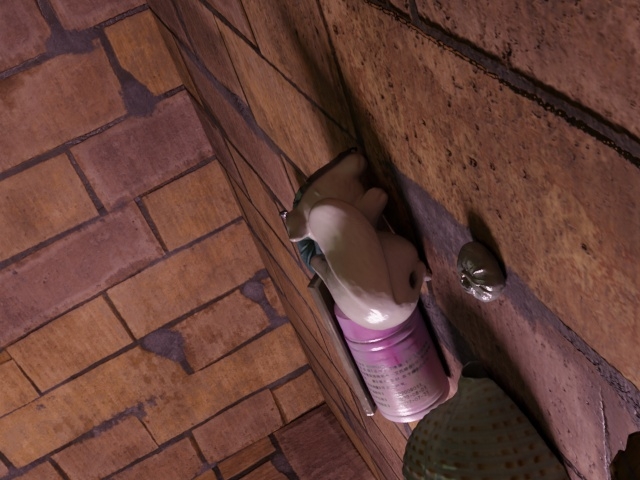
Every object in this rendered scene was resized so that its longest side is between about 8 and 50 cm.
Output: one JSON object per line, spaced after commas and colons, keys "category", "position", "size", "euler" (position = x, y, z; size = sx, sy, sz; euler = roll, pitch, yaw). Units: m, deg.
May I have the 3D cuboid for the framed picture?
{"category": "framed picture", "position": [0.081, 0.155, 1.676], "size": [0.324, 0.020, 0.240], "euler": [65, -147, -25]}

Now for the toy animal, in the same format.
{"category": "toy animal", "position": [0.054, 0.006, 1.395], "size": [0.289, 0.174, 0.249], "euler": [52, 167, 47]}

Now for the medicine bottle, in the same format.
{"category": "medicine bottle", "position": [0.138, 0.204, 1.586], "size": [0.253, 0.152, 0.152], "euler": [66, 169, -24]}

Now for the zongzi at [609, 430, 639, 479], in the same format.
{"category": "zongzi", "position": [0.304, 0.301, 0.767], "size": [0.115, 0.256, 0.228], "euler": [39, 172, -4]}

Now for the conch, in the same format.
{"category": "conch", "position": [0.254, 0.384, 1.367], "size": [0.303, 0.215, 0.319], "euler": [25, 145, 56]}

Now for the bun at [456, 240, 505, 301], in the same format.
{"category": "bun", "position": [0.207, 0.042, 1.096], "size": [0.083, 0.045, 0.083], "euler": [55, 164, 25]}

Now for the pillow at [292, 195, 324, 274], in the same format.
{"category": "pillow", "position": [0.000, 0.000, 1.920], "size": [0.214, 0.086, 0.233], "euler": [69, 167, -13]}
